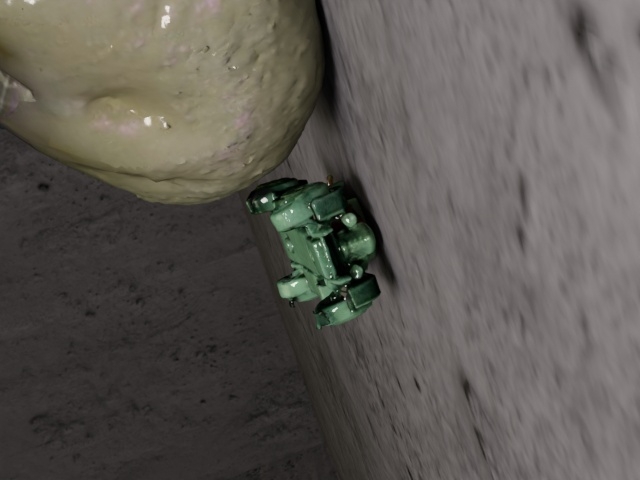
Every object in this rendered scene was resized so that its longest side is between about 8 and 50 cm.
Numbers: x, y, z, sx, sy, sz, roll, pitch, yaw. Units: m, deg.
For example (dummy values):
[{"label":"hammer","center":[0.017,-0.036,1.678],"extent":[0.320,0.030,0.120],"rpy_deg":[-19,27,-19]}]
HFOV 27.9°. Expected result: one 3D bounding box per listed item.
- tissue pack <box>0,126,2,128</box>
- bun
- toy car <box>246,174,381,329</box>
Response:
[{"label":"tissue pack","center":[-0.223,-0.250,1.148],"extent":[0.198,0.206,0.287],"rpy_deg":[52,-144,-52]},{"label":"bun","center":[-0.116,-0.138,0.609],"extent":[0.273,0.168,0.273],"rpy_deg":[54,168,16]},{"label":"toy car","center":[0.000,0.000,0.690],"extent":[0.143,0.054,0.073],"rpy_deg":[-161,50,-79]}]
